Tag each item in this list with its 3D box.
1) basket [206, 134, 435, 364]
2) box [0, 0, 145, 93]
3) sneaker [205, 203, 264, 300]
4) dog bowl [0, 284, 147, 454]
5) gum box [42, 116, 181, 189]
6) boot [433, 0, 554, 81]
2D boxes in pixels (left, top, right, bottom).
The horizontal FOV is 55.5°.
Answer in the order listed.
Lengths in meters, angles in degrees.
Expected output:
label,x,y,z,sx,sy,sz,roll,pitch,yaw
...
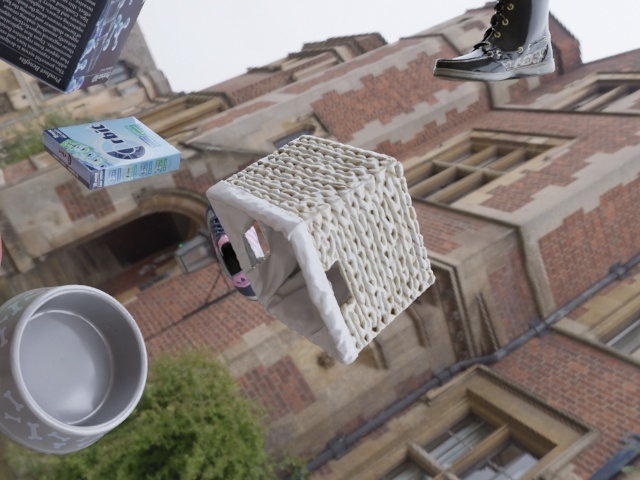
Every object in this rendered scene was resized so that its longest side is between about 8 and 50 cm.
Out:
label,x,y,z,sx,sy,sz,roll,pitch,yaw
basket,0.000,0.000,1.207,0.331,0.266,0.328,24,-37,50
box,-0.505,-0.543,1.278,0.212,0.395,0.293,29,16,-12
sneaker,-0.218,-0.004,1.509,0.319,0.112,0.131,57,2,31
dog bowl,-0.508,0.250,1.247,0.102,0.349,0.348,-23,-84,32
gum box,-0.377,-0.164,1.104,0.157,0.184,0.041,37,-52,27
boot,0.290,-0.357,1.007,0.085,0.237,0.178,-147,-130,-61
